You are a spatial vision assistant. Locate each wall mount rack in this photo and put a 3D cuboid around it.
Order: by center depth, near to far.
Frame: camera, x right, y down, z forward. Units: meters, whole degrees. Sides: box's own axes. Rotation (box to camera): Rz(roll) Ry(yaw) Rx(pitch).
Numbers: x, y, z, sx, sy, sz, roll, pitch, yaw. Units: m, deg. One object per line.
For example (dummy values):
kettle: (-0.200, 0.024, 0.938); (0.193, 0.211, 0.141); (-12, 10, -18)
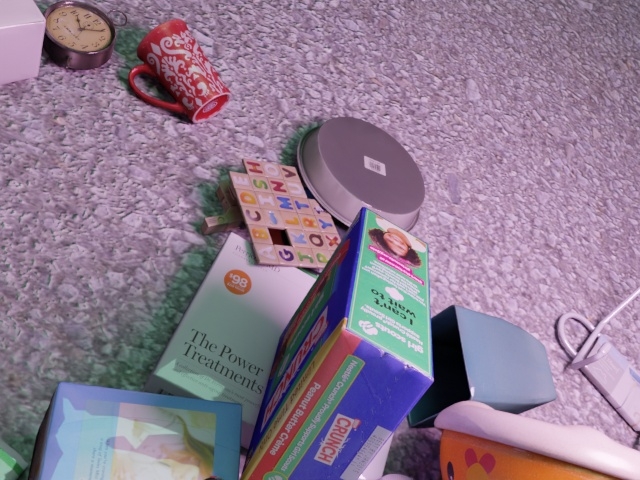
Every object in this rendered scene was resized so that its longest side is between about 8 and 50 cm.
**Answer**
wall mount rack: (0.676, 0.245, 1.416); (0.350, 0.130, 0.304); (49, 52, 6)

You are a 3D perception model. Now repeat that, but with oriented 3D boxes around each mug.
mug: (-0.267, -0.306, 1.302); (0.169, 0.150, 0.113); (53, 16, 5)

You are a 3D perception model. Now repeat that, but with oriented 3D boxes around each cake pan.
cake pan: (0.093, -0.136, 1.365); (0.293, 0.054, 0.293); (20, 45, -22)

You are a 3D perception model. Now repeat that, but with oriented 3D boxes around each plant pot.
plant pot: (0.289, 0.236, 1.207); (0.234, 0.165, 0.166); (13, 56, -27)

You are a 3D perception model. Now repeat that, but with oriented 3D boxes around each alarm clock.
alarm clock: (-0.435, -0.385, 1.271); (0.129, 0.064, 0.192); (44, 54, 4)

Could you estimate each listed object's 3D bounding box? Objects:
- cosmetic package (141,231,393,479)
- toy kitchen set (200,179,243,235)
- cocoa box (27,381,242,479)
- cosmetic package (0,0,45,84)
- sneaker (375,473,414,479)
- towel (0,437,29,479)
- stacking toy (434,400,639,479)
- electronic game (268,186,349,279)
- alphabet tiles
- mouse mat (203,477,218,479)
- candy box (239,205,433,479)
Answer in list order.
cosmetic package: (-0.048, 0.198, 1.096); (0.377, 0.097, 0.284); (29, 49, -8)
toy kitchen set: (-0.178, -0.067, 1.205); (0.075, 0.068, 0.083); (-13, 68, -33)
cocoa box: (-0.236, 0.375, 0.802); (0.231, 0.228, 0.347); (12, 57, -21)
cosmetic package: (-0.652, -0.335, 1.070); (0.365, 0.155, 0.197); (-24, 75, -36)
sneaker: (0.017, 0.418, 0.906); (0.321, 0.180, 0.124); (16, 19, -39)
towel: (-0.551, 0.312, 0.801); (0.248, 0.038, 0.325); (42, 51, 1)
stacking toy: (0.283, 0.497, 0.951); (0.350, 0.350, 0.480); (21, 74, -14)
electronic game: (0.000, 0.000, 1.269); (0.229, 0.048, 0.229); (13, 57, -20)
alphabet tiles: (-0.058, -0.050, 1.213); (0.198, 0.009, 0.237); (6, 50, -38)
mouse mat: (-0.130, 0.366, 0.714); (0.153, 0.007, 0.189); (49, 50, 3)
candy box: (0.026, 0.146, 0.868); (0.122, 0.268, 0.317); (27, 26, -8)
